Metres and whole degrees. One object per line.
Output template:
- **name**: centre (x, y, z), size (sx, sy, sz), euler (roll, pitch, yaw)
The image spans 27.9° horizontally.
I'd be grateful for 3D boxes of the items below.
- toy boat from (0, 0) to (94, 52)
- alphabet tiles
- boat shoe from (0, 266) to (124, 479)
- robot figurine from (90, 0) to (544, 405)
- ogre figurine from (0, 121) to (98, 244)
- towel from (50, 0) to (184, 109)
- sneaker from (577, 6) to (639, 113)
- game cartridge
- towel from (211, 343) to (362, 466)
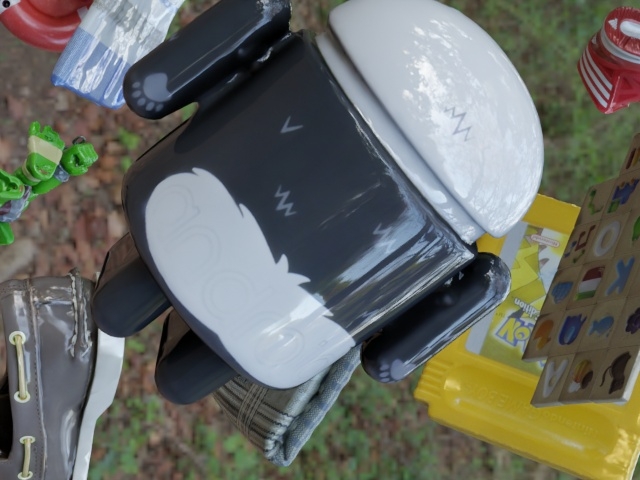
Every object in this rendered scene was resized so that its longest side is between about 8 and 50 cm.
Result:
- **toy boat**: centre (-0.266, -0.311, 1.444), size (0.151, 0.231, 0.151), euler (60, 3, 0)
- **alphabet tiles**: centre (0.322, 0.015, 1.334), size (0.342, 0.011, 0.285), euler (-65, -164, -18)
- **boat shoe**: centre (-0.235, 0.147, 1.068), size (0.324, 0.097, 0.116), euler (113, -27, -42)
- **robot figurine**: centre (-0.003, -0.024, 0.763), size (0.209, 0.278, 0.173), euler (37, 19, -56)
- **ogre figurine**: centre (-0.323, -0.046, 1.271), size (0.097, 0.118, 0.197), euler (48, 39, -12)
- **towel**: centre (-0.163, -0.260, 1.293), size (0.285, 0.034, 0.209), euler (-57, 176, 1)
- **sneaker**: centre (0.401, -0.188, 1.487), size (0.128, 0.221, 0.087), euler (130, -18, -62)
- **game cartridge**: centre (0.299, 0.115, 1.616), size (0.052, 0.285, 0.323), euler (66, 46, -68)
- **towel**: centre (0.000, 0.000, 1.062), size (0.324, 0.056, 0.312), euler (-59, -162, -1)
